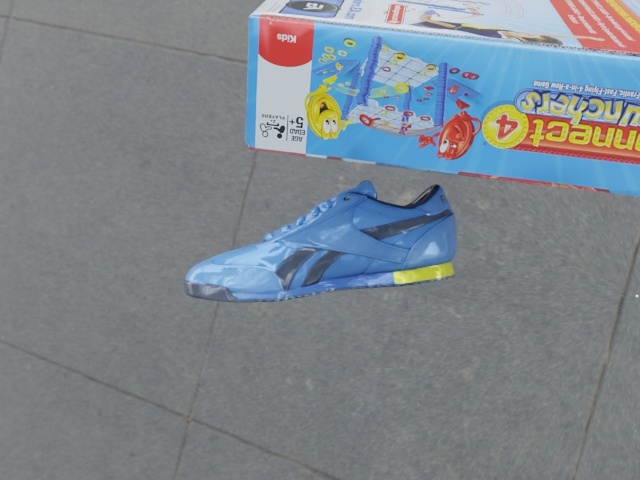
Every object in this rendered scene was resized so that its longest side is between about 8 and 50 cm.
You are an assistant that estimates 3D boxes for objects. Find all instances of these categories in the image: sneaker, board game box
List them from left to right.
[{"bbox_3d":[0.000,0.000,0.579,0.209,0.069,0.082,-8,95,-9],"label":"sneaker"},{"bbox_3d":[0.123,-0.142,0.579,0.301,0.308,0.086,8,118,5],"label":"board game box"}]
